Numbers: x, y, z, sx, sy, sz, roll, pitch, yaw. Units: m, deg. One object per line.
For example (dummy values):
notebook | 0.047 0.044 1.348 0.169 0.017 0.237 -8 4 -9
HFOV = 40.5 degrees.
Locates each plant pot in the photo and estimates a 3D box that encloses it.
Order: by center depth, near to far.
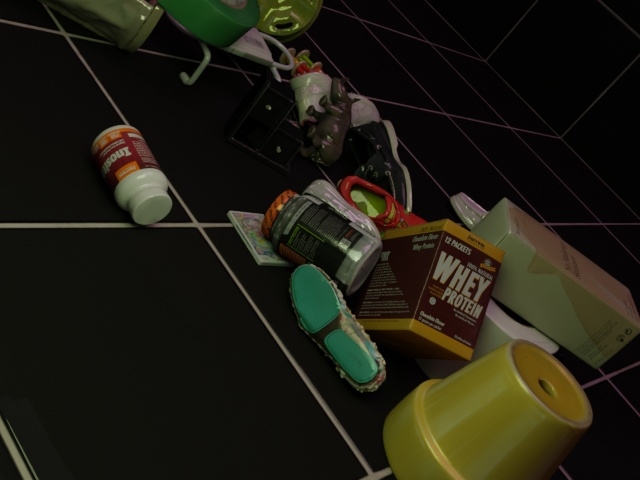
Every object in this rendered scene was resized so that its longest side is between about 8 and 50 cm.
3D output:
plant pot | 0.263 0.283 1.297 0.254 0.239 0.254 30 29 -19
plant pot | -0.109 -0.588 2.056 0.276 0.276 0.254 31 12 -18

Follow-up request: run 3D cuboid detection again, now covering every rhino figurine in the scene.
rhino figurine | 0.024 -0.270 1.928 0.106 0.073 0.243 38 57 -29

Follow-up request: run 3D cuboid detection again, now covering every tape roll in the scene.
tape roll | 0.294 0.165 1.600 0.246 0.169 0.246 30 29 -19
tape roll | -0.254 -0.538 1.727 0.321 0.077 0.321 44 26 -28

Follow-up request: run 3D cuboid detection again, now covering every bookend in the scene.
bookend | -0.086 -0.236 1.737 0.157 0.156 0.072 30 28 -22

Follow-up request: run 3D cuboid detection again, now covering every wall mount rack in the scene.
wall mount rack | -0.238 -0.441 1.904 0.350 0.130 0.304 11 42 -45

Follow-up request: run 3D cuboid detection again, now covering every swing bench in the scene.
swing bench | -0.444 -0.506 1.690 0.253 0.165 0.254 28 34 -24

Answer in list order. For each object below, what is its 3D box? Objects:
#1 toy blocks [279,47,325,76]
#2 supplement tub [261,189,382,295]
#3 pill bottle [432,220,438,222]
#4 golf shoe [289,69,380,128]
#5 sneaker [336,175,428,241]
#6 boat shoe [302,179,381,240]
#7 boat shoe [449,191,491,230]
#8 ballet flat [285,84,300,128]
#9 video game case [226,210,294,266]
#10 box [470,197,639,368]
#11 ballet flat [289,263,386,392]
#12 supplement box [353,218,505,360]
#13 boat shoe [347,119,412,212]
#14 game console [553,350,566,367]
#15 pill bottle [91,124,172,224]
toy blocks | -0.022 -0.426 2.228 0.148 0.054 0.123 49 28 17
supplement tub | 0.000 0.000 1.480 0.190 0.117 0.117 34 24 14
pill bottle | 0.233 0.001 1.873 0.078 0.078 0.137 49 27 17
golf shoe | 0.037 -0.294 2.076 0.306 0.115 0.140 18 63 -47
sneaker | 0.143 -0.033 1.748 0.279 0.107 0.118 34 -7 8
boat shoe | 0.039 -0.045 1.716 0.184 0.066 0.063 48 47 3
boat shoe | 0.451 -0.037 2.196 0.277 0.096 0.098 44 27 7
ballet flat | -0.079 -0.292 1.952 0.058 0.049 0.173 19 33 -34
video game case | -0.104 -0.003 1.516 0.087 0.011 0.122 5 43 -50
box | 0.413 0.077 1.561 0.311 0.121 0.148 34 28 -13
ballet flat | 0.025 0.147 1.398 0.241 0.091 0.077 58 1 25
supplement box | 0.176 0.086 1.452 0.129 0.191 0.194 28 73 -23
boat shoe | 0.124 -0.150 1.934 0.113 0.127 0.340 2 50 -12
game console | 0.376 0.190 1.811 0.361 0.044 0.213 43 25 4
pill bottle | -0.289 -0.100 1.340 0.086 0.086 0.152 5 42 -49
